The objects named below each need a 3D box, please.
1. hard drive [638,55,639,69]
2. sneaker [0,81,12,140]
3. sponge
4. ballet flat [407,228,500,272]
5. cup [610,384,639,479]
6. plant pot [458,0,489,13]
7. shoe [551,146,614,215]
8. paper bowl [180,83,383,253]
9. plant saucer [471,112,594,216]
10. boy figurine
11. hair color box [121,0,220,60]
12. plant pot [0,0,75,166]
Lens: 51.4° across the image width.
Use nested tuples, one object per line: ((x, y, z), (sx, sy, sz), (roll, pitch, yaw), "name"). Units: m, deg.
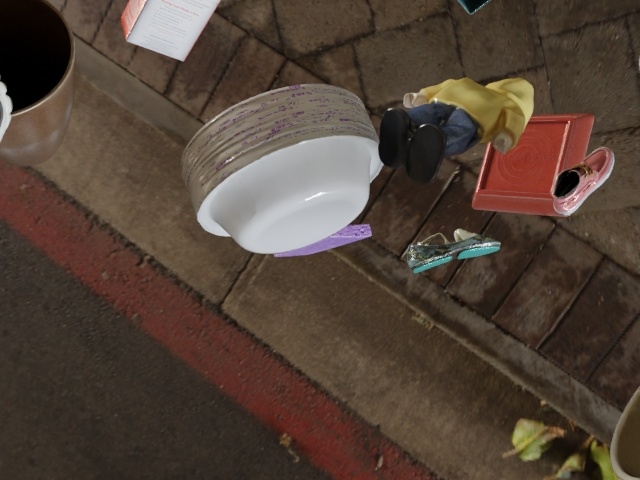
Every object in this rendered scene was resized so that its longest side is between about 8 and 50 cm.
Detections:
((0.291, -0.290, 0.389), (0.047, 0.353, 0.232), (20, 69, 15), "hard drive")
((-0.383, -0.174, 0.546), (0.107, 0.118, 0.279), (-28, 120, 27), "sneaker")
((0.000, 0.000, 1.443), (0.210, 0.117, 0.031), (-19, 77, 50), "sponge")
((0.260, 0.010, 1.316), (0.189, 0.070, 0.070), (-13, 94, -8), "ballet flat")
((0.522, 0.210, 0.705), (0.237, 0.331, 0.331), (41, 108, 10), "cup")
((0.426, -0.734, 1.689), (0.165, 0.234, 0.166), (44, 144, -15), "plant pot")
((0.560, -0.138, 1.417), (0.063, 0.081, 0.178), (39, 89, 33), "shoe")
((-0.044, -0.084, 0.955), (0.284, 0.284, 0.148), (-29, 70, 20), "paper bowl")
((0.498, -0.195, 1.604), (0.259, 0.048, 0.258), (8, 77, 43), "plant saucer")
((0.199, -0.169, 0.923), (0.177, 0.285, 0.092), (31, 129, 31), "boy figurine")
((-0.145, -0.263, 0.695), (0.141, 0.072, 0.043), (-46, 49, 33), "hair color box")
((-0.453, -0.207, 0.972), (0.216, 0.230, 0.215), (4, 67, -9), "plant pot")
